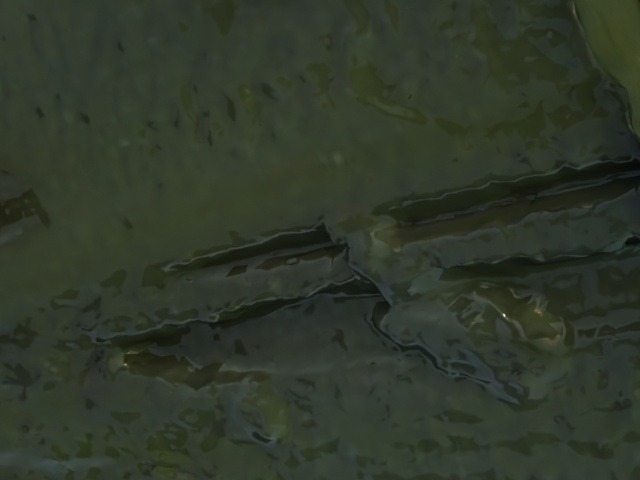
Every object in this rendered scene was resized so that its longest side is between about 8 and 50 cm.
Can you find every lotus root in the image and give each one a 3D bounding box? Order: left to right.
[{"bbox_3d":[-0.006,0.014,0.515,0.260,0.149,0.267,-14,102,30],"label":"lotus root"}]
